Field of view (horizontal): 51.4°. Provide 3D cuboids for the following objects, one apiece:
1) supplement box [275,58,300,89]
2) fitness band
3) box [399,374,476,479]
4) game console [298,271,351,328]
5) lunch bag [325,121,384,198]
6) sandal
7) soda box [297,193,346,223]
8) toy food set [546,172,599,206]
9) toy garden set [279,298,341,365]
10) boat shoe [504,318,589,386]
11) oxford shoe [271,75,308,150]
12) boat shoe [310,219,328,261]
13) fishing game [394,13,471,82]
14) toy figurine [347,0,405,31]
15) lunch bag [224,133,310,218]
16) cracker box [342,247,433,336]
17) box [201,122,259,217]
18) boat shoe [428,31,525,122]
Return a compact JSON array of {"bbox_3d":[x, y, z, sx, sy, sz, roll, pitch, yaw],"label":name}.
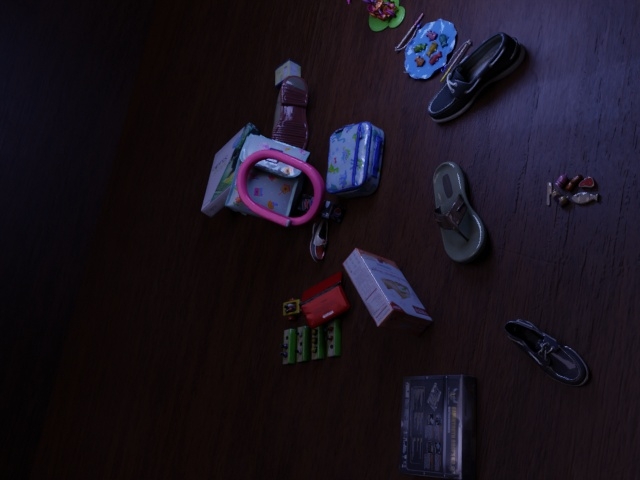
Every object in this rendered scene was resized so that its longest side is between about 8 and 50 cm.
[{"bbox_3d":[-0.119,-0.602,2.429,0.083,0.056,0.083,-23,58,43],"label":"supplement box"},{"bbox_3d":[-0.125,-0.162,2.047,0.291,0.054,0.209,24,102,17],"label":"fitness band"},{"bbox_3d":[0.272,0.432,1.549,0.183,0.056,0.231,-15,65,45],"label":"box"},{"bbox_3d":[0.018,0.174,1.947,0.144,0.085,0.124,-31,76,18],"label":"game console"},{"bbox_3d":[0.105,-0.242,1.998,0.176,0.090,0.219,-4,73,46],"label":"lunch bag"},{"bbox_3d":[0.326,-0.072,1.667,0.120,0.086,0.302,-38,49,34],"label":"sandal"},{"bbox_3d":[0.002,-0.101,2.080,0.169,0.060,0.053,20,90,51],"label":"soda box"},{"bbox_3d":[0.554,-0.115,1.470,0.122,0.019,0.078,-10,68,47],"label":"toy food set"},{"bbox_3d":[-0.039,0.258,1.991,0.244,0.049,0.203,-20,61,44],"label":"toy garden set"},{"bbox_3d":[0.466,0.233,1.394,0.075,0.065,0.206,-61,40,12],"label":"boat shoe"},{"bbox_3d":[-0.109,-0.389,2.315,0.130,0.123,0.348,154,127,-73],"label":"oxford shoe"},{"bbox_3d":[0.000,0.000,2.055,0.043,0.049,0.137,-20,55,41],"label":"boat shoe"},{"bbox_3d":[0.309,-0.558,1.924,0.189,0.041,0.264,-52,42,18],"label":"fishing game"},{"bbox_3d":[0.159,-0.744,2.079,0.130,0.159,0.173,-60,41,14],"label":"toy figurine"},{"bbox_3d":[-0.168,-0.201,2.177,0.160,0.223,0.262,6,-79,-84],"label":"lunch bag"},{"bbox_3d":[0.171,0.132,1.711,0.067,0.156,0.232,-50,44,23],"label":"cracker box"},{"bbox_3d":[-0.336,-0.265,2.484,0.232,0.058,0.322,-36,36,36],"label":"box"},{"bbox_3d":[0.385,-0.429,1.738,0.302,0.091,0.114,-41,47,31],"label":"boat shoe"}]
